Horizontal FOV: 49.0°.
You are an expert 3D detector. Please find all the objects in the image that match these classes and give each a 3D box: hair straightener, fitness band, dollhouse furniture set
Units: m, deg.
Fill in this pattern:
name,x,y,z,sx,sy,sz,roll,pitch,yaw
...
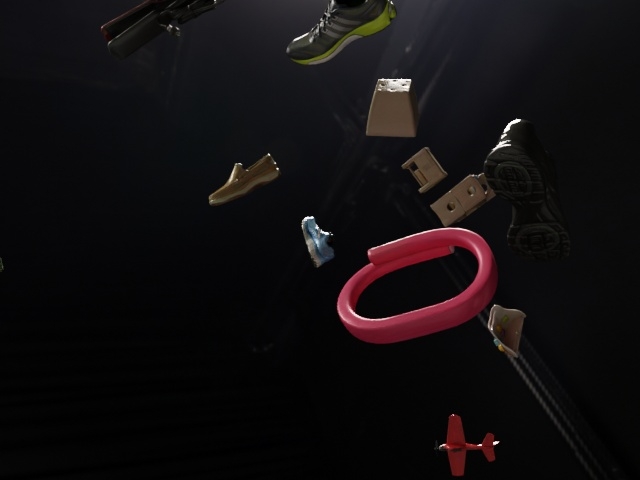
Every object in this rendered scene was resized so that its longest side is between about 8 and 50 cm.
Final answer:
name,x,y,z,sx,sy,sz,roll,pitch,yaw
hair straightener,-0.215,-0.333,1.057,0.047,0.230,0.089,64,1,-61
fitness band,0.167,0.080,1.241,0.290,0.054,0.209,-18,-141,16
dollhouse furniture set,0.319,-0.150,1.718,0.129,0.129,0.184,-38,-100,26

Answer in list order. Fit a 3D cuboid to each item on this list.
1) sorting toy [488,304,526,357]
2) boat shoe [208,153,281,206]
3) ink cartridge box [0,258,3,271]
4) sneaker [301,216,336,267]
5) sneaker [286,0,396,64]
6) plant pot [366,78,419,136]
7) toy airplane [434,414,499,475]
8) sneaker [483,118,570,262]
name,x,y,z,sx,sy,sz,roll,pitch,yaw
sorting toy,0.322,0.153,1.244,0.045,0.075,0.083,-10,-130,44
boat shoe,-0.182,-0.142,1.608,0.068,0.190,0.072,-2,-65,54
ink cartridge box,-0.528,0.014,0.897,0.209,0.109,0.062,16,-54,19
sneaker,0.000,0.000,1.736,0.162,0.073,0.063,-110,-177,-45
sneaker,0.037,-0.559,1.794,0.300,0.121,0.111,-28,-130,13
plant pot,0.159,-0.294,1.536,0.109,0.109,0.096,-71,161,-55
toy airplane,0.334,0.471,1.596,0.028,0.151,0.151,-84,-179,-80
sneaker,0.361,-0.077,1.172,0.109,0.286,0.130,1,-133,31
